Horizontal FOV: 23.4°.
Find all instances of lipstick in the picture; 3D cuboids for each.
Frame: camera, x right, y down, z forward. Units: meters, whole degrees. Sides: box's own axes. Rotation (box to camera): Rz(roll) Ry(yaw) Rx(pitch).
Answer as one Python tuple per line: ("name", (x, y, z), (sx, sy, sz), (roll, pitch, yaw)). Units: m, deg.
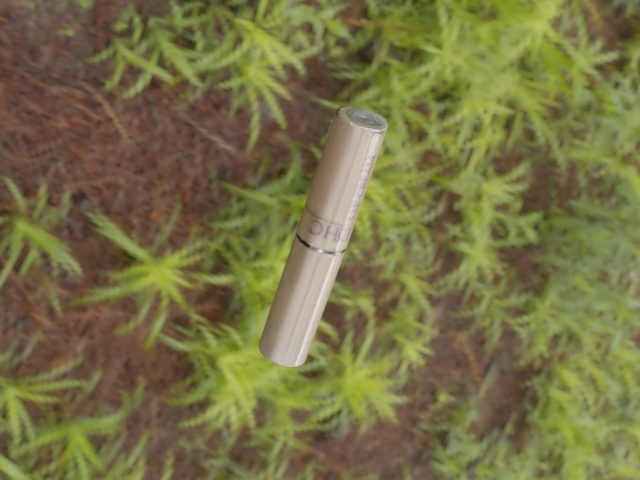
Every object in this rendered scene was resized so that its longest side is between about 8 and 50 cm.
("lipstick", (0.000, 0.000, 0.518), (0.019, 0.019, 0.094), (-13, 129, -46))
